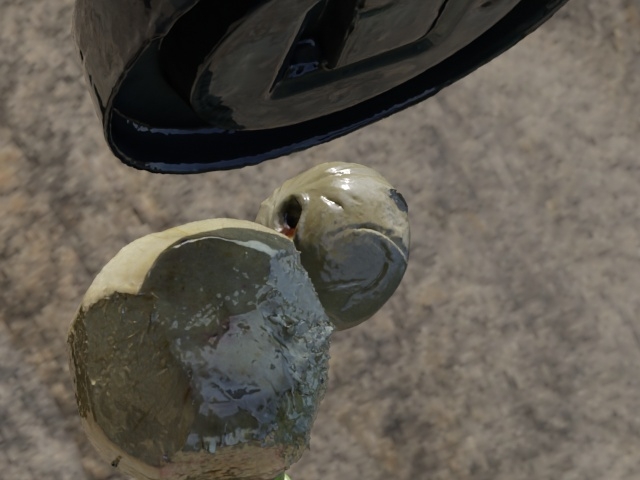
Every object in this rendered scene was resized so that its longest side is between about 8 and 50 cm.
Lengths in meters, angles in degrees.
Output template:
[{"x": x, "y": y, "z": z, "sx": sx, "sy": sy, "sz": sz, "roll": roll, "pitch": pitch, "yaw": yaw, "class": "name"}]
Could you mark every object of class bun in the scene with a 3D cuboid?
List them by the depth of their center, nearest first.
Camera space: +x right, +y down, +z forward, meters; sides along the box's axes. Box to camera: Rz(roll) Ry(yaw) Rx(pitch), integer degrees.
[{"x": 0.000, "y": 0.000, "z": 1.532, "sx": 0.113, "sy": 0.167, "sz": 0.173, "roll": 22, "pitch": 84, "yaw": -49, "class": "bun"}]

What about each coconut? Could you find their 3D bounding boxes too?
[{"x": -0.079, "y": 0.079, "z": 1.018, "sx": 0.194, "sy": 0.194, "sz": 0.194, "roll": 23, "pitch": 54, "yaw": -36, "class": "coconut"}]

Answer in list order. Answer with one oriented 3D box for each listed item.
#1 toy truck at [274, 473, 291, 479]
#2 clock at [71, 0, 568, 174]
[{"x": -0.086, "y": 0.221, "z": 1.188, "sx": 0.187, "sy": 0.148, "sz": 0.210, "roll": -61, "pitch": 160, "yaw": -60, "class": "toy truck"}, {"x": 0.020, "y": -0.140, "z": 0.825, "sx": 0.319, "sy": 0.319, "sz": 0.066, "roll": -9, "pitch": 69, "yaw": -47, "class": "clock"}]
